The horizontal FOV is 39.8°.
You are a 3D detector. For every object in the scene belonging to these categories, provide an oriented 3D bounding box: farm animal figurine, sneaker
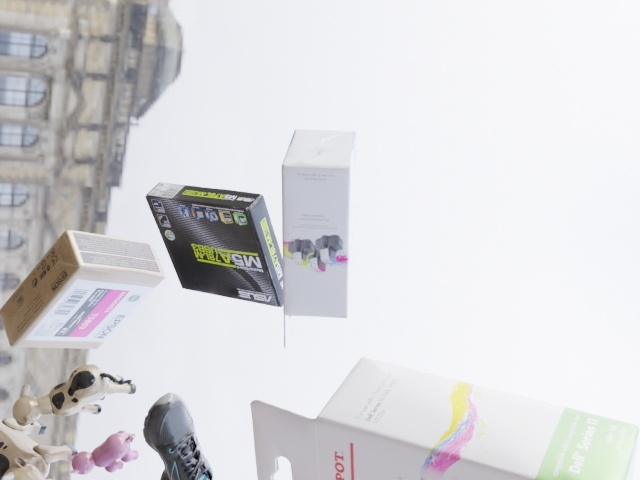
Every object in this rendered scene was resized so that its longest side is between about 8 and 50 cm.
[{"bbox_3d":[-0.476,0.359,1.470,0.326,0.172,0.331,3,-101,34],"label":"farm animal figurine"},{"bbox_3d":[-0.237,0.384,1.579,0.106,0.101,0.267,22,-47,37],"label":"sneaker"}]

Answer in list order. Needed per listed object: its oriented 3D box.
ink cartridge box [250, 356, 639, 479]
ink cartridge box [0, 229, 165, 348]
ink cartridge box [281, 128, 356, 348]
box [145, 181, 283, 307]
[{"bbox_3d":[0.114,0.246,0.878,0.353,0.119,0.207,11,-59,25],"label":"ink cartridge box"},{"bbox_3d":[-0.424,0.095,1.580,0.234,0.193,0.088,-45,-122,26],"label":"ink cartridge box"},{"bbox_3d":[0.000,0.000,0.813,0.104,0.061,0.181,-78,170,-65],"label":"ink cartridge box"},{"bbox_3d":[-0.149,0.006,1.308,0.190,0.045,0.184,9,-50,29],"label":"box"}]
